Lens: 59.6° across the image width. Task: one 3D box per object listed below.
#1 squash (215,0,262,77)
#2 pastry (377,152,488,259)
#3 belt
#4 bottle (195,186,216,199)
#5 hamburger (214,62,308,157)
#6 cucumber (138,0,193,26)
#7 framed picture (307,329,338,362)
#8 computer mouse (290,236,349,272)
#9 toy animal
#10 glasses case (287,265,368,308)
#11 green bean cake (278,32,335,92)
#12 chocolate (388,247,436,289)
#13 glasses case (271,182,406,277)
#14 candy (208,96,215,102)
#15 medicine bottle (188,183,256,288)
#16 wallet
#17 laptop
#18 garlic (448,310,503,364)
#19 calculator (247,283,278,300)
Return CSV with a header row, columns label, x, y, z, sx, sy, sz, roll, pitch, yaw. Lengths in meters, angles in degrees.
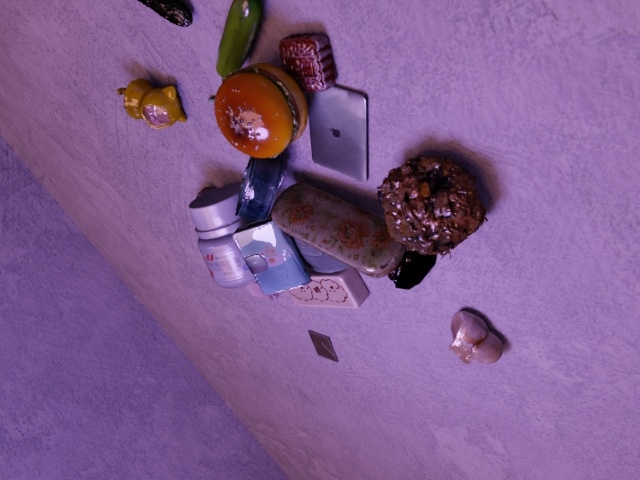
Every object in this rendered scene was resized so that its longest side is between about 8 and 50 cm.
label,x,y,z,sx,sy,sz,roll,pitch,yaw
squash,-0.208,-0.524,1.426,0.082,0.082,0.292,44,148,1
pastry,0.250,-0.074,1.331,0.275,0.193,0.274,29,145,23
belt,-0.173,-0.175,1.654,0.116,0.206,0.267,14,143,-14
bottle,-0.426,-0.129,2.060,0.099,0.099,0.152,47,145,-4
hamburger,-0.162,-0.311,1.392,0.246,0.170,0.246,19,133,21
cucumber,-0.469,-0.677,1.542,0.304,0.072,0.081,31,142,17
framed picture,0.011,0.431,2.278,0.109,0.011,0.149,13,135,38
computer mouse,-0.003,0.000,1.743,0.374,0.114,0.203,-4,124,48
toy animal,-0.555,-0.450,1.828,0.230,0.156,0.156,18,139,18
glasses case,0.006,0.157,1.933,0.337,0.076,0.144,-6,122,49
green bean cake,-0.036,-0.430,1.361,0.135,0.056,0.135,11,127,36
chocolate,0.226,0.040,1.559,0.133,0.156,0.156,50,153,33
glasses case,0.042,-0.036,1.554,0.425,0.156,0.098,27,166,32
candy,-0.230,-0.392,1.610,0.324,0.097,0.097,20,140,44
medicine bottle,-0.301,-0.017,1.918,0.245,0.245,0.306,3,120,45
wallet,-0.155,0.049,1.781,0.176,0.075,0.250,-16,116,20
laptop,0.045,-0.286,1.475,0.188,0.015,0.269,25,141,27
garlic,0.444,0.282,1.608,0.174,0.099,0.124,39,127,1
calculator,-0.244,0.194,2.270,0.175,0.032,0.100,7,131,43
